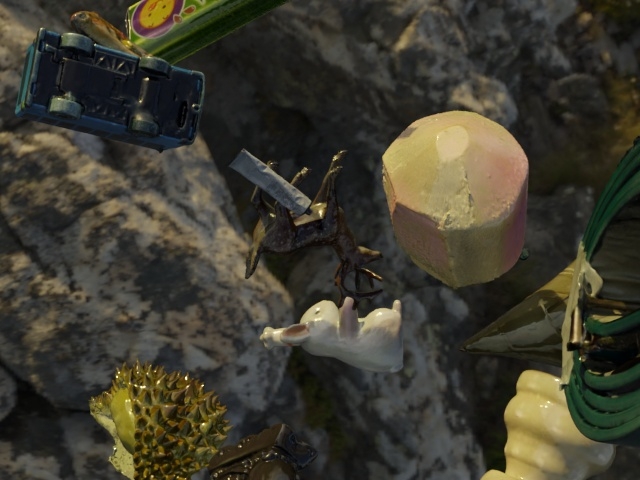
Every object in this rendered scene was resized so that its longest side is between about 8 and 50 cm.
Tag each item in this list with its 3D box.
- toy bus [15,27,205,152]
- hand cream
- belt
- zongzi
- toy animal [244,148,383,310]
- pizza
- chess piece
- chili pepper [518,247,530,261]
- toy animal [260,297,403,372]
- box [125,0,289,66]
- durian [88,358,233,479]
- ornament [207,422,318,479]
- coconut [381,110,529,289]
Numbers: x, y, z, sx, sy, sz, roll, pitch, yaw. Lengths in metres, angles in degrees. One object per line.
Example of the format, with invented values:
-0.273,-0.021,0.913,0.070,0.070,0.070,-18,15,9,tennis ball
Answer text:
-0.228,-0.158,1.073,0.184,0.106,0.090,13,80,-26,toy bus
-0.046,-0.054,0.948,0.093,0.030,0.019,38,46,-9,hand cream
0.367,0.053,0.965,0.173,0.436,0.300,11,69,-5,belt
0.511,0.224,1.617,0.418,0.181,0.447,-34,76,-3,zongzi
-0.007,-0.009,1.517,0.243,0.087,0.260,-5,120,-23,toy animal
-0.270,-0.262,1.381,0.036,0.176,0.184,-52,159,6,pizza
0.289,0.346,1.356,0.167,0.167,0.300,37,76,-26,chess piece
0.396,-0.069,2.272,0.174,0.165,0.261,-2,77,-81,chili pepper
0.030,0.165,1.886,0.282,0.140,0.138,13,75,5,toy animal
-0.157,-0.409,1.626,0.097,0.345,0.134,42,32,-49,box
-0.234,0.257,1.391,0.172,0.306,0.167,24,88,-34,durian
-0.140,0.449,1.662,0.106,0.251,0.260,48,39,-15,ornament
0.202,-0.073,1.494,0.233,0.233,0.245,-58,150,-31,coconut
